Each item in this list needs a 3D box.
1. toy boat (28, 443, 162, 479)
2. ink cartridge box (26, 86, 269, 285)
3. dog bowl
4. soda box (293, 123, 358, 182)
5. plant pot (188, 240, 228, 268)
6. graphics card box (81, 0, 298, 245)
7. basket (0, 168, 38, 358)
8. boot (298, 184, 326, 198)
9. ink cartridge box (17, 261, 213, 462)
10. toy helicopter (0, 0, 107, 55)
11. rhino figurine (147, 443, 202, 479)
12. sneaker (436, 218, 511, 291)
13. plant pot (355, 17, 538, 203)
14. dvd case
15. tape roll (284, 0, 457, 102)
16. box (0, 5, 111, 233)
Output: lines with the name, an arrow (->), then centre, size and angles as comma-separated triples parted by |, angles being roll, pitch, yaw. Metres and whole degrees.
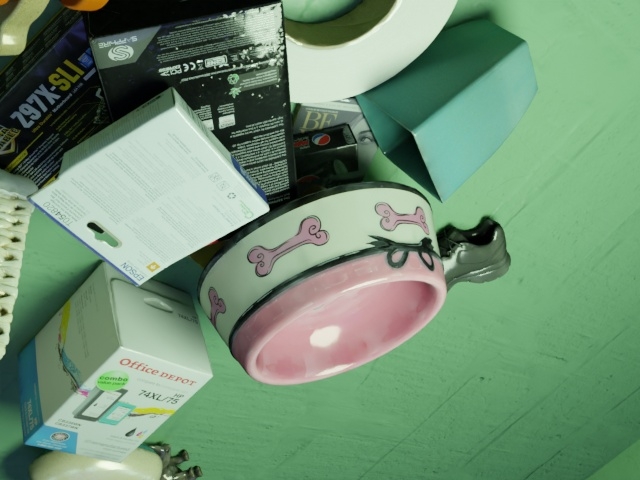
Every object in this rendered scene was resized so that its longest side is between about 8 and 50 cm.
toy boat -> -0.498, 0.513, 1.618 | 0.267, 0.148, 0.318 | 20, 120, -32
ink cartridge box -> -0.215, -0.060, 0.994 | 0.223, 0.045, 0.223 | -29, 137, 10
dog bowl -> 0.019, 0.088, 1.228 | 0.407, 0.150, 0.408 | -18, 152, -10
soda box -> -0.026, -0.131, 1.221 | 0.168, 0.053, 0.060 | -12, 136, -8
plant pot -> -0.181, -0.005, 1.290 | 0.083, 0.081, 0.081 | -42, 136, 2
graphics card box -> -0.156, -0.153, 1.028 | 0.232, 0.094, 0.371 | -15, 139, -10
basket -> -0.578, 0.063, 0.984 | 0.328, 0.267, 0.331 | 16, 139, -34
boot -> 0.000, 0.000, 1.299 | 0.165, 0.077, 0.213 | 9, 135, -41
ink cartridge box -> -0.359, 0.214, 1.337 | 0.270, 0.197, 0.198 | -44, 134, 20
toy helicopter -> -0.390, -0.294, 0.842 | 0.355, 0.235, 0.140 | -30, 172, 40
rhino figurine -> -0.343, 0.528, 1.754 | 0.106, 0.073, 0.243 | -24, 136, -4
sneaker -> 0.239, 0.041, 1.518 | 0.286, 0.109, 0.130 | -25, 132, -13
plant pot -> 0.206, -0.217, 1.185 | 0.234, 0.166, 0.165 | -38, 138, -4
dvd case -> 0.015, -0.145, 1.279 | 0.164, 0.018, 0.221 | 2, 131, -26
tape roll -> 0.012, -0.363, 1.021 | 0.391, 0.072, 0.392 | -12, 137, -12
box -> -0.297, -0.178, 1.063 | 0.322, 0.079, 0.257 | -39, 134, 16
